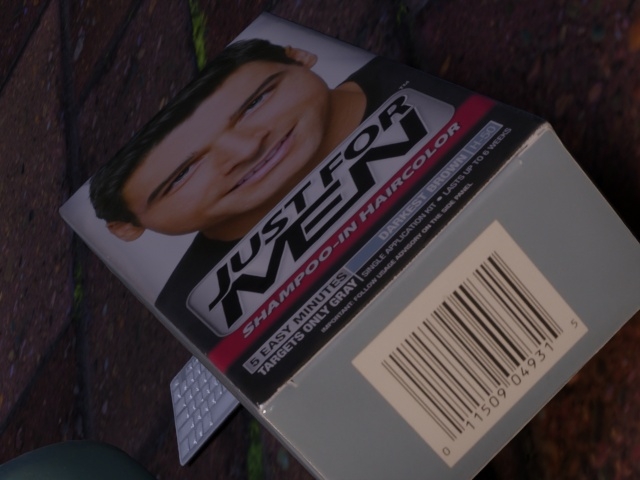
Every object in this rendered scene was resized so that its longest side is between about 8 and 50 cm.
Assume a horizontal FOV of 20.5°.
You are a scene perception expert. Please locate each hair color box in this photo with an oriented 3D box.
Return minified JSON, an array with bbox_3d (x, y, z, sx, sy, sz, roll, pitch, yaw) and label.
[{"bbox_3d":[0.000,0.000,0.959,0.185,0.113,0.374,-44,25,-6],"label":"hair color box"}]

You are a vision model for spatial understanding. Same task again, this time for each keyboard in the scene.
[{"bbox_3d":[-0.040,0.059,1.195,0.256,0.014,0.072,-50,34,40],"label":"keyboard"}]

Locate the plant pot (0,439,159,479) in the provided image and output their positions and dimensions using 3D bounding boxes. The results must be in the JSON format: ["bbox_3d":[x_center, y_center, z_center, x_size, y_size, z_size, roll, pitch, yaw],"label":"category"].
[{"bbox_3d":[-0.127,0.286,0.984,0.195,0.290,0.290,31,106,26],"label":"plant pot"}]
